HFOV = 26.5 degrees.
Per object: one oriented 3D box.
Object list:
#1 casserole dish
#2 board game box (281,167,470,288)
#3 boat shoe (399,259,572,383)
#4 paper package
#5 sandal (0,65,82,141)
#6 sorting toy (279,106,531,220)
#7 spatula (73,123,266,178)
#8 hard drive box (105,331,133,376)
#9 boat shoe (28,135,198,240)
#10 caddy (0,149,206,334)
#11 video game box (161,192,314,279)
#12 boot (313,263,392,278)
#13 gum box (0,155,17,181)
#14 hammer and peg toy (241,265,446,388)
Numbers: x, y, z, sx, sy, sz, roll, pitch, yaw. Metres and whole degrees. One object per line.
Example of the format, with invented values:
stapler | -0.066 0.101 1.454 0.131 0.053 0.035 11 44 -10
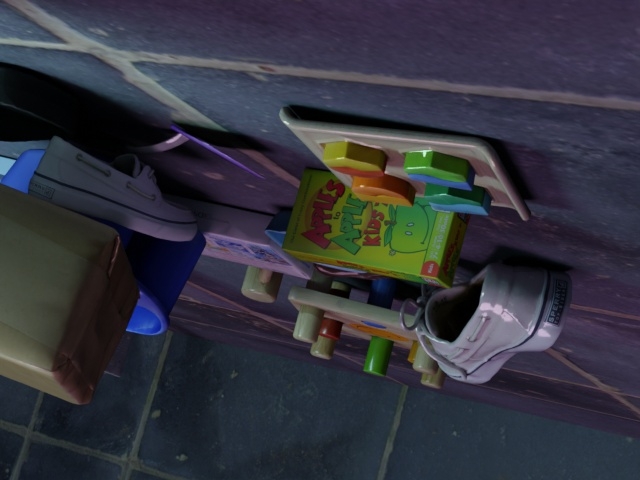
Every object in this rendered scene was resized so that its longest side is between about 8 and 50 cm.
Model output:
casserole dish | 0.000 0.000 1.737 0.114 0.037 0.188 13 169 19
board game box | 0.057 -0.014 1.402 0.181 0.092 0.043 10 169 28
boat shoe | 0.174 0.094 1.703 0.156 0.135 0.367 17 167 -8
paper package | -0.376 0.033 1.450 0.325 0.168 0.309 22 166 1
sandal | -0.437 -0.127 1.511 0.167 0.107 0.446 23 168 -40
sorting toy | 0.080 -0.063 1.254 0.208 0.038 0.193 12 170 21
spatula | -0.187 -0.105 1.464 0.296 0.030 0.084 9 167 37
hard drive box | -0.416 0.108 2.422 0.181 0.232 0.089 11 170 28
boat shoe | -0.206 -0.055 1.457 0.083 0.075 0.226 23 -175 37
caddy | -0.315 0.018 1.760 0.341 0.179 0.241 5 147 47
video game box | -0.127 -0.008 1.862 0.205 0.048 0.187 12 171 20
boot | 0.058 0.034 1.830 0.106 0.037 0.114 6 178 -21
gum box | -0.467 -0.087 1.972 0.157 0.041 0.184 14 171 14
hammer and peg toy | 0.037 0.116 2.053 0.361 0.127 0.266 14 170 10
